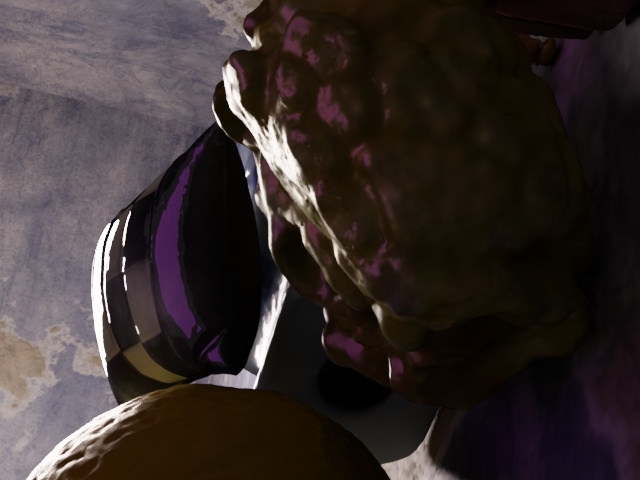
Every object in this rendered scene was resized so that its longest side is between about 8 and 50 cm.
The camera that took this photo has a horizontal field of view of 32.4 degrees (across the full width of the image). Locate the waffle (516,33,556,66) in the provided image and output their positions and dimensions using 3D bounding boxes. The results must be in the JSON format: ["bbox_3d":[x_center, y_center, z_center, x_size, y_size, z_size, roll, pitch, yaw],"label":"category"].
[{"bbox_3d":[0.064,-0.121,0.831,0.228,0.051,0.231,-33,36,12],"label":"waffle"}]

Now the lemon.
[{"bbox_3d":[-0.066,0.255,0.699,0.336,0.336,0.336,-168,90,-80],"label":"lemon"}]

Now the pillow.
[{"bbox_3d":[-0.110,0.032,0.851,0.250,0.106,0.186,-29,62,60],"label":"pillow"}]

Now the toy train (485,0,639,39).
[{"bbox_3d":[0.147,-0.272,0.615,0.221,0.150,0.304,118,160,-79],"label":"toy train"}]

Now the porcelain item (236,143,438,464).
[{"bbox_3d":[0.000,0.000,0.986,0.405,0.178,0.242,-105,29,-57],"label":"porcelain item"}]

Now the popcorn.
[{"bbox_3d":[0.058,-0.018,0.624,0.286,0.173,0.225,68,172,-25],"label":"popcorn"}]
